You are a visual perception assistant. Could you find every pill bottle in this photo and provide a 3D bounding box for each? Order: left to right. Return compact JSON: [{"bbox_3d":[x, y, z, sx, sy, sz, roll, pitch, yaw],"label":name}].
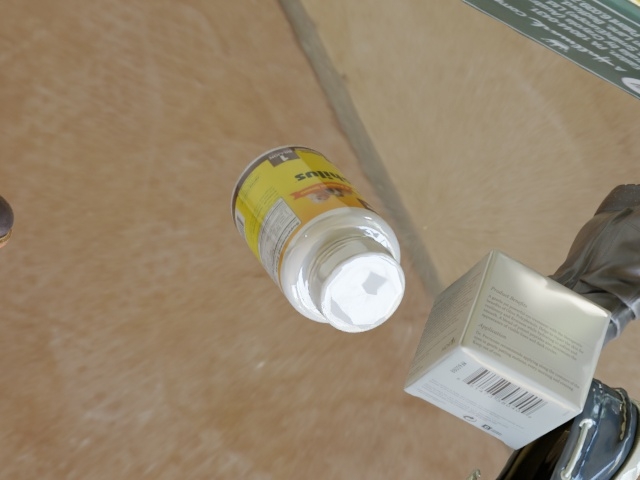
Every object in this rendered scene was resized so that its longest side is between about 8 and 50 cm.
[{"bbox_3d":[0.000,0.000,1.625,0.117,0.215,0.117,-11,120,-19],"label":"pill bottle"}]

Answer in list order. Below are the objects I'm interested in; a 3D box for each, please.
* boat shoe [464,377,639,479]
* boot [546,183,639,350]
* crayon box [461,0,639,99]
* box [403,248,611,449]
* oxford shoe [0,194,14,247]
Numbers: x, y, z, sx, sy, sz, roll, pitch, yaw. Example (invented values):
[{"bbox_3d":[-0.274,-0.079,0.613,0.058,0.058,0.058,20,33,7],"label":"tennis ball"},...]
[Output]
[{"bbox_3d":[0.143,0.207,1.264,0.079,0.095,0.254,29,111,-24],"label":"boat shoe"},{"bbox_3d":[0.314,0.042,1.646,0.222,0.338,0.118,-43,98,-21],"label":"boot"},{"bbox_3d":[0.159,-0.208,0.587,0.203,0.083,0.323,26,82,-20],"label":"crayon box"},{"bbox_3d":[0.131,0.078,1.215,0.101,0.102,0.087,28,60,-10],"label":"box"},{"bbox_3d":[-0.379,-0.063,1.612,0.098,0.271,0.097,-39,53,22],"label":"oxford shoe"}]
